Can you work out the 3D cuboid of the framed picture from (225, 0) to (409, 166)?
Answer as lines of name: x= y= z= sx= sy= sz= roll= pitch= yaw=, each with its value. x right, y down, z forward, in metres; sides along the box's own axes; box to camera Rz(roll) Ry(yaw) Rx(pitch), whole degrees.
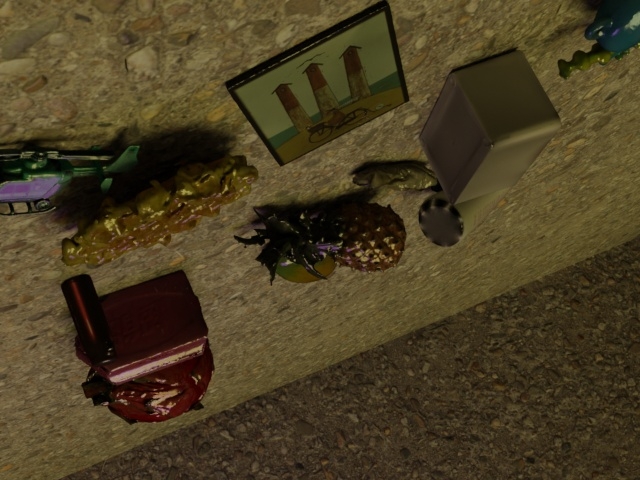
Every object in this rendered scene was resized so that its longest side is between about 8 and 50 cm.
framed picture: x=0.010 y=-0.219 z=1.253 sx=0.244 sy=0.013 sz=0.324 roll=-27 pitch=163 yaw=3

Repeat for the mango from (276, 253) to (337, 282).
mango: x=-0.040 y=0.039 z=1.817 sx=0.194 sy=0.092 sz=0.130 roll=6 pitch=147 yaw=-44

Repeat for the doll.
doll: x=0.557 y=-0.412 z=1.357 sx=0.341 sy=0.099 sz=0.346 roll=-34 pitch=171 yaw=-19

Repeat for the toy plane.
toy plane: x=-0.346 y=-0.088 z=1.071 sx=0.235 sy=0.060 sz=0.096 roll=-8 pitch=142 yaw=-35

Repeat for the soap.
soap: x=-0.356 y=0.181 z=1.646 sx=0.249 sy=0.162 sz=0.099 roll=-20 pitch=162 yaw=-21

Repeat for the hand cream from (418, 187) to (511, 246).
hand cream: x=0.358 y=-0.104 z=1.908 sx=0.358 sy=0.118 sz=0.185 roll=-33 pitch=168 yaw=-44

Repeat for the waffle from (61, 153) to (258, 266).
waffle: x=-0.235 y=-0.043 z=1.246 sx=0.325 sy=0.068 sz=0.302 roll=-27 pitch=178 yaw=-34

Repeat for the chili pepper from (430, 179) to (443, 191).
chili pepper: x=0.264 y=-0.125 z=1.855 sx=0.034 sy=0.030 sz=0.091 roll=-48 pitch=170 yaw=-15

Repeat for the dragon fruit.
dragon fruit: x=-0.363 y=0.276 z=1.779 sx=0.298 sy=0.244 sz=0.244 roll=-21 pitch=164 yaw=-41

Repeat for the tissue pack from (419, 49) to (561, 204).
tissue pack: x=0.289 y=-0.192 z=1.481 sx=0.135 sy=0.160 sz=0.246 roll=-19 pitch=163 yaw=-14

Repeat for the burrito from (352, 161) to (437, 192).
burrito: x=0.152 y=-0.122 z=1.663 sx=0.229 sy=0.058 sz=0.063 roll=-9 pitch=152 yaw=-48

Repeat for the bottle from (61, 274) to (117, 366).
bottle: x=-0.401 y=0.143 z=1.470 sx=0.060 sy=0.164 sz=0.060 roll=-23 pitch=162 yaw=-8

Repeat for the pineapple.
pineapple: x=-0.002 y=0.001 z=1.671 sx=0.364 sy=0.166 sz=0.165 roll=-4 pitch=153 yaw=-35
